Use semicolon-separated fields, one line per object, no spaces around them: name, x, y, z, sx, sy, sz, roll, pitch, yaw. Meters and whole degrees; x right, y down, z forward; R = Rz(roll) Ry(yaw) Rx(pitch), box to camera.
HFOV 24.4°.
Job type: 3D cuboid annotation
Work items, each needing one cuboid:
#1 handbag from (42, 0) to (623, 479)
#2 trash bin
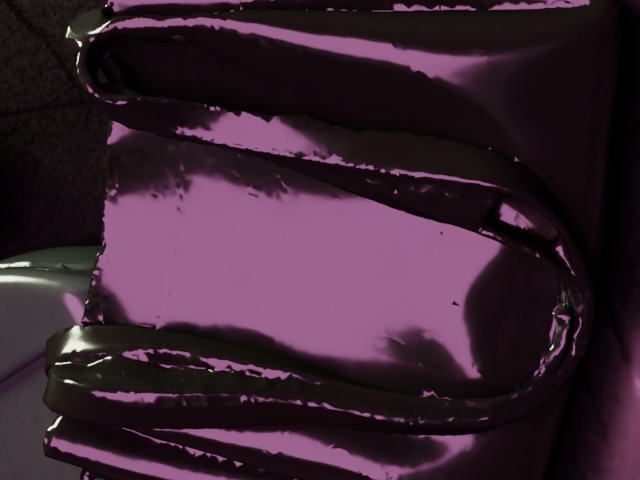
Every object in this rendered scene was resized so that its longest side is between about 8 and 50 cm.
handbag;0.000;0.000;0.695;0.257;0.113;0.285;9;102;3
trash bin;-0.127;0.118;0.824;0.176;0.101;0.236;-30;85;26
